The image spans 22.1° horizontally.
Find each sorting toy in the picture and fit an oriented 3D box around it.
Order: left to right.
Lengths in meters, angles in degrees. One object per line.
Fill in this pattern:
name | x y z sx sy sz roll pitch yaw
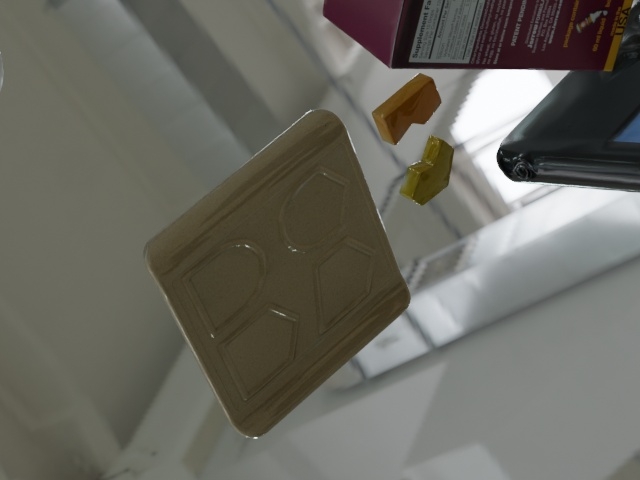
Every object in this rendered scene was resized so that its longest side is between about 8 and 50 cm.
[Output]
sorting toy | 0.000 0.000 1.427 0.307 0.041 0.229 -40 -50 -19

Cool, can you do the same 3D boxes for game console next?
game console | 0.368 -0.141 1.257 0.342 0.386 0.060 -40 -60 -32

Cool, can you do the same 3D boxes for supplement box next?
supplement box | 0.111 -0.172 1.131 0.188 0.081 0.104 -3 -151 -28

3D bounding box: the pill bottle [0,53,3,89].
pill bottle | -0.433 -0.130 1.434 0.283 0.161 0.161 -32 -86 -33
